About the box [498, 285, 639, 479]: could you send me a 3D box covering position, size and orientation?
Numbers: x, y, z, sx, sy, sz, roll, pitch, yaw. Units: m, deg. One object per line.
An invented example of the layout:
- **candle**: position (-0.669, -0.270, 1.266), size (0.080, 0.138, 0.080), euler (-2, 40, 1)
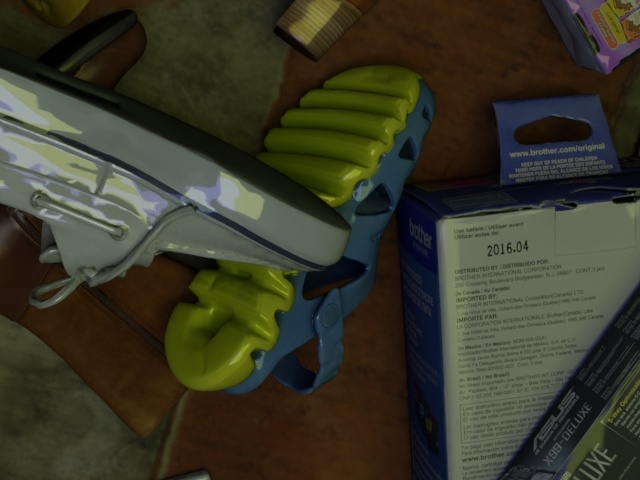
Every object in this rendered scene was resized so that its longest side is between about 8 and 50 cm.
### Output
- **box**: position (0.312, 0.169, 1.181), size (0.242, 0.076, 0.307), euler (34, 93, -17)

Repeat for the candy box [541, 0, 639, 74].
- **candy box**: position (0.269, -0.263, 1.229), size (0.196, 0.070, 0.165), euler (-33, 107, -2)

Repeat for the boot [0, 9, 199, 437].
- **boot**: position (-0.154, -0.011, 1.189), size (0.280, 0.096, 0.264), euler (41, 83, -22)

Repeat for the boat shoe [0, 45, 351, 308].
- **boat shoe**: position (-0.167, -0.023, 1.067), size (0.367, 0.136, 0.156), euler (22, 102, -14)

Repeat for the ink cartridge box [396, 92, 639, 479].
- **ink cartridge box**: position (0.212, 0.079, 1.253), size (0.270, 0.151, 0.395), euler (-6, 105, -11)

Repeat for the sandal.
- **sandal**: position (0.000, 0.000, 1.209), size (0.138, 0.126, 0.317), euler (38, 83, -42)

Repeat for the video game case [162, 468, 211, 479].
- **video game case**: position (-0.152, 0.292, 1.295), size (0.143, 0.019, 0.157), euler (-14, 106, -8)

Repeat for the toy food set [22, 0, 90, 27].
- **toy food set**: position (-0.223, -0.272, 1.105), size (0.071, 0.128, 0.218), euler (-35, 103, -24)

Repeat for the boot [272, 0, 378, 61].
- **boot**: position (-0.028, -0.259, 1.176), size (0.197, 0.073, 0.152), euler (38, 85, -16)
